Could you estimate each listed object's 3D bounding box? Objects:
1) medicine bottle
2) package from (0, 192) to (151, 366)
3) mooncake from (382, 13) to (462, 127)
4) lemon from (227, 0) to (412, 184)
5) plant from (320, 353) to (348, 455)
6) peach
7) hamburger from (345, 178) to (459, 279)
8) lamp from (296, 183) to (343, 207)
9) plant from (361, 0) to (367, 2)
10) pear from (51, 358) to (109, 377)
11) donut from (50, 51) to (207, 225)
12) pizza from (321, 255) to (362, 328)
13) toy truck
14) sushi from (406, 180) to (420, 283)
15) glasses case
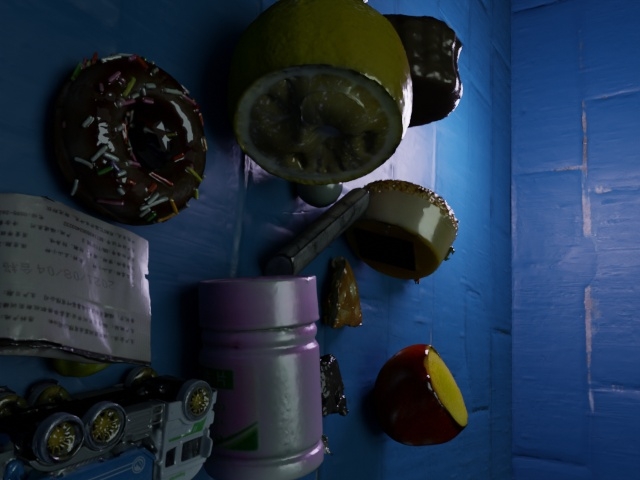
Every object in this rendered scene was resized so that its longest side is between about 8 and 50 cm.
[{"bbox_3d":[-0.103,0.225,1.032,0.212,0.212,0.325,-3,90,-58],"label":"medicine bottle"},{"bbox_3d":[-0.325,0.052,0.759,0.251,0.062,0.203,16,56,-39],"label":"package"},{"bbox_3d":[0.177,-0.403,1.451,0.324,0.324,0.187,23,66,-55],"label":"mooncake"},{"bbox_3d":[-0.001,-0.308,1.144,0.364,0.364,0.364,9,79,-57],"label":"lemon"},{"bbox_3d":[-0.018,0.337,1.233,0.142,0.131,0.203,-5,93,-61],"label":"plant"},{"bbox_3d":[0.251,0.406,1.557,0.245,0.248,0.274,-38,135,-8],"label":"peach"},{"bbox_3d":[0.201,-0.035,1.496,0.179,0.276,0.294,-63,151,-29],"label":"hamburger"},{"bbox_3d":[-0.002,-0.123,1.333,0.105,0.105,0.105,9,79,-57],"label":"lamp"},{"bbox_3d":[-0.006,-0.656,1.314,0.321,0.182,0.194,38,55,-56],"label":"plant"},{"bbox_3d":[-0.320,0.142,0.818,0.097,0.092,0.092,-44,137,1],"label":"pear"},{"bbox_3d":[-0.273,-0.149,0.903,0.270,0.103,0.269,10,78,-56],"label":"donut"},{"bbox_3d":[0.049,0.152,1.433,0.161,0.063,0.182,-65,144,-48],"label":"pizza"},{"bbox_3d":[-0.302,0.272,0.778,0.367,0.146,0.175,0,94,-55],"label":"toy truck"},{"bbox_3d":[0.279,-0.027,1.763,0.124,0.130,0.332,-45,119,-45],"label":"sushi"},{"bbox_3d":[-0.002,-0.012,1.285,0.060,0.114,0.299,43,49,5],"label":"glasses case"}]
